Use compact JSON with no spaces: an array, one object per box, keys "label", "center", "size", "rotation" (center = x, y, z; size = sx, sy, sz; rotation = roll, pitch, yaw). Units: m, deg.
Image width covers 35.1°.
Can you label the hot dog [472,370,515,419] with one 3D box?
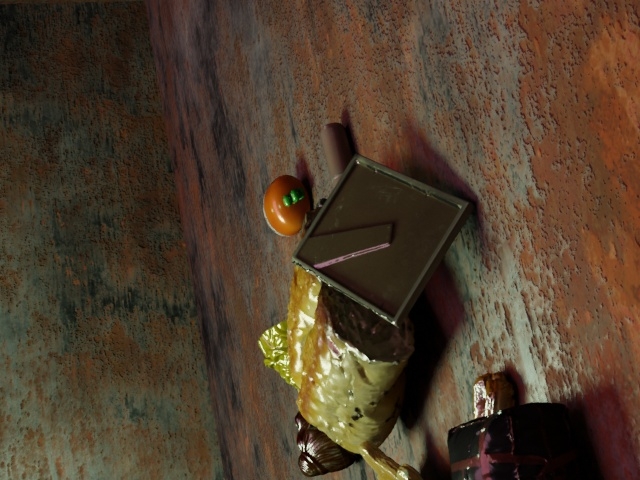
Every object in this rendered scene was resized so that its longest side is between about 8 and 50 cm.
[{"label":"hot dog","center":[0.245,0.264,1.432],"size":[0.071,0.045,0.165],"rotation":[-146,52,-69]}]

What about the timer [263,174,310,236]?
[{"label":"timer","center":[-0.072,-0.080,2.216],"size":[0.136,0.099,0.136],"rotation":[161,90,-74]}]

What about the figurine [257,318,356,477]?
[{"label":"figurine","center":[-0.004,0.325,2.110],"size":[0.187,0.168,0.315],"rotation":[-45,62,54]}]

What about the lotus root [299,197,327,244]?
[{"label":"lotus root","center":[0.000,0.000,2.043],"size":[0.113,0.088,0.192],"rotation":[-108,21,-52]}]

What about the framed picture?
[{"label":"framed picture","center":[0.087,-0.010,1.572],"size":[0.289,0.016,0.213],"rotation":[29,87,51]}]

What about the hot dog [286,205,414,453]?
[{"label":"hot dog","center":[0.050,0.177,1.788],"size":[0.365,0.196,0.367],"rotation":[105,158,-44]}]

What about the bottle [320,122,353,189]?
[{"label":"bottle","center":[0.037,-0.155,1.930],"size":[0.053,0.053,0.140],"rotation":[117,143,-60]}]

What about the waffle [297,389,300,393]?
[{"label":"waffle","center":[-0.021,0.328,2.281],"size":[0.102,0.042,0.148],"rotation":[106,151,-50]}]

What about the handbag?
[{"label":"handbag","center":[0.249,0.313,1.256],"size":[0.169,0.155,0.215],"rotation":[134,130,-58]}]

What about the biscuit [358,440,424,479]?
[{"label":"biscuit","center":[0.160,0.417,1.667],"size":[0.234,0.030,0.153],"rotation":[20,147,55]}]
